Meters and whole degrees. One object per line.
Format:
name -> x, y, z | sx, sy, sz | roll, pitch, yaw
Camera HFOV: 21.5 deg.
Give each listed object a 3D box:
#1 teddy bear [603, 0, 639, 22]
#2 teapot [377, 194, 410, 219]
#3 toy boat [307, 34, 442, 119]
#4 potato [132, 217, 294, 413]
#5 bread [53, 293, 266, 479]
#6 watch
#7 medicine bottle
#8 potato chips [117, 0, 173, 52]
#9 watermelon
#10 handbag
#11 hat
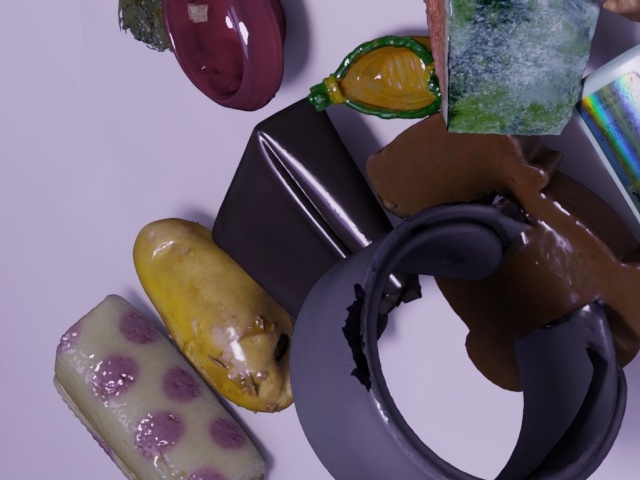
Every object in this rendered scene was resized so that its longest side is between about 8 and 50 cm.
teddy bear -> 0.342, -0.205, 1.242 | 0.296, 0.222, 0.246 | 39, -179, 3
teapot -> 0.107, -0.047, 1.753 | 0.110, 0.085, 0.080 | 27, 143, 11
toy boat -> 0.078, -0.161, 1.687 | 0.229, 0.088, 0.089 | 0, 114, 54
potato -> -0.124, 0.090, 2.110 | 0.300, 0.140, 0.173 | 50, 154, 25
bread -> -0.229, 0.251, 2.365 | 0.338, 0.155, 0.187 | 47, 153, 15
watch -> 0.120, 0.083, 1.563 | 0.335, 0.327, 0.314 | 50, 147, -6
medicine bottle -> 0.314, -0.060, 1.452 | 0.229, 0.083, 0.121 | 59, 147, 1
potato chips -> -0.194, -0.290, 2.015 | 0.209, 0.026, 0.142 | -2, 116, 54
watermelon -> 0.143, -0.234, 1.502 | 0.257, 0.140, 0.193 | -109, 22, -56
handbag -> 0.000, 0.000, 1.879 | 0.257, 0.113, 0.285 | 53, 154, 11
hat -> -0.094, -0.240, 1.859 | 0.205, 0.089, 0.205 | 36, 139, 40
